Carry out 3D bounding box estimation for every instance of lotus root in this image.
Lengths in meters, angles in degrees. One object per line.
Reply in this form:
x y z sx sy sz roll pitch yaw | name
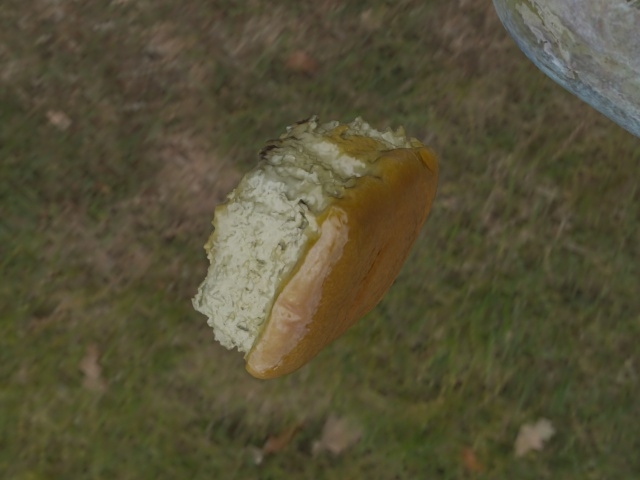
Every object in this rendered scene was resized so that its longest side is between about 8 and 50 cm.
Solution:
0.237 -0.095 1.018 0.322 0.158 0.140 36 101 6 | lotus root

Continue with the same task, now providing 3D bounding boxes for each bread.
0.000 0.000 1.425 0.121 0.245 0.174 23 110 12 | bread
